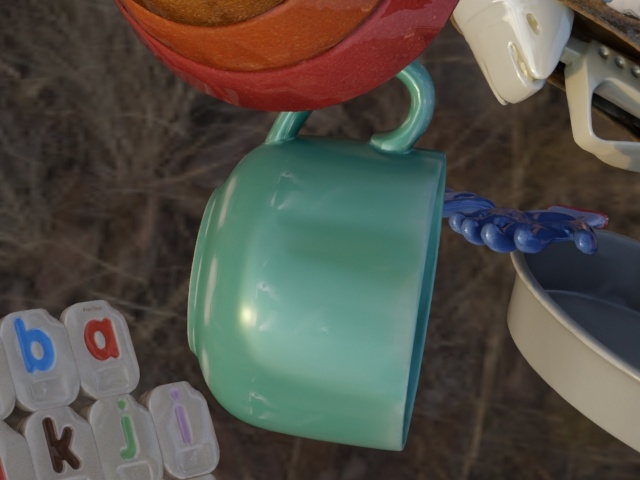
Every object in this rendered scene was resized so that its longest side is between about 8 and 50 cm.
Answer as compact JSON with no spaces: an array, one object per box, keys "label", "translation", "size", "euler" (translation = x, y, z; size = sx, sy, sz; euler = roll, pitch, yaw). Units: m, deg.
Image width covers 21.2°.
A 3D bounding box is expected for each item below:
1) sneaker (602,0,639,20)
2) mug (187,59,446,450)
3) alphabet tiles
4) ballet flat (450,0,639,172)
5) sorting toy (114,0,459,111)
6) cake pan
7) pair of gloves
[{"label":"sneaker","translation":[0.241,-0.166,1.103],"size":[0.211,0.081,0.080],"euler":[-32,141,-65]},{"label":"mug","translation":[0.000,0.007,0.745],"size":[0.129,0.097,0.158],"euler":[83,16,-67]},{"label":"alphabet tiles","translation":[-0.167,0.182,1.149],"size":[0.284,0.021,0.278],"euler":[-8,79,-49]},{"label":"ballet flat","translation":[0.194,-0.131,1.258],"size":[0.342,0.116,0.124],"euler":[31,60,-20]},{"label":"sorting toy","translation":[0.078,-0.132,0.397],"size":[0.127,0.365,0.126],"euler":[70,21,0]},{"label":"cake pan","translation":[0.250,0.084,1.159],"size":[0.293,0.293,0.054],"euler":[10,116,-38]},{"label":"pair of gloves","translation":[0.101,-0.015,1.148],"size":[0.159,0.198,0.023],"euler":[-8,108,-57]}]
